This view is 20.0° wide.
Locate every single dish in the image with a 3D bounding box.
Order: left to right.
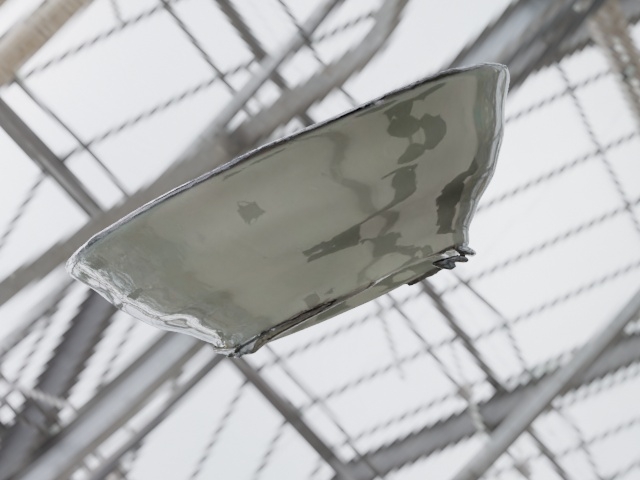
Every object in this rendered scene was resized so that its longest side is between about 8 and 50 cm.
[{"bbox_3d":[0.000,0.000,1.158,0.316,0.106,0.316,-24,-5,-2],"label":"dish"}]
